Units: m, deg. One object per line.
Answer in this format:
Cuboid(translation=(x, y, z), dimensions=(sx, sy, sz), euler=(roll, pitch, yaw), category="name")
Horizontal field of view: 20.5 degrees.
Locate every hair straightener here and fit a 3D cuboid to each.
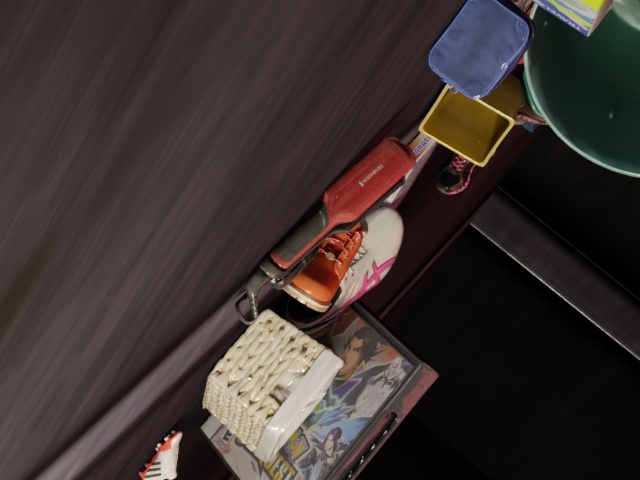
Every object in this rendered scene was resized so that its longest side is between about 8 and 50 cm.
Cuboid(translation=(0.000, 0.000, 1.646), dimensions=(0.230, 0.047, 0.089), euler=(-48, 173, -24), category="hair straightener")

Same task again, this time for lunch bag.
Cuboid(translation=(0.145, -0.172, 1.585), dimensions=(0.098, 0.067, 0.065), euler=(-52, 174, 17), category="lunch bag")

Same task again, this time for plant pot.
Cuboid(translation=(0.381, -0.250, 1.919), dimensions=(0.293, 0.293, 0.235), euler=(-55, -173, 35), category="plant pot")
Cuboid(translation=(0.166, -0.146, 1.867), dimensions=(0.083, 0.081, 0.081), euler=(-61, -178, -41), category="plant pot")

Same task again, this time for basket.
Cuboid(translation=(-0.055, 0.155, 1.906), dimensions=(0.113, 0.103, 0.167), euler=(-49, 174, -18), category="basket")

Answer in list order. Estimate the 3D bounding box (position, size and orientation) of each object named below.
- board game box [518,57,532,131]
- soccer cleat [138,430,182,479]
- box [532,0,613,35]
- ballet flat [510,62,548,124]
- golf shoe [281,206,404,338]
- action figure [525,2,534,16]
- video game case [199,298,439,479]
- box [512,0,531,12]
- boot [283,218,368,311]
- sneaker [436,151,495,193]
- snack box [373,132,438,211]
Cuboid(translation=(0.370, -0.302, 2.470), dimensions=(0.316, 0.064, 0.242), euler=(-51, 174, 3), category="board game box")
Cuboid(translation=(-0.165, 0.239, 1.911), dimensions=(0.083, 0.035, 0.029), euler=(-54, 173, 30), category="soccer cleat")
Cuboid(translation=(0.185, -0.219, 1.402), dimensions=(0.042, 0.109, 0.178), euler=(-55, 174, -2), category="box")
Cuboid(translation=(0.217, -0.163, 2.047), dimensions=(0.079, 0.077, 0.221), euler=(-19, 174, 38), category="ballet flat")
Cuboid(translation=(0.030, 0.035, 1.984), dimensions=(0.186, 0.067, 0.086), euler=(-50, 172, -9), category="golf shoe")
Cuboid(translation=(0.227, -0.231, 2.040), dimensions=(0.115, 0.030, 0.038), euler=(-51, 178, 26), category="action figure")
Cuboid(translation=(-0.009, 0.187, 2.030), dimensions=(0.248, 0.035, 0.275), euler=(-51, -149, 2), category="video game case")
Cuboid(translation=(0.183, -0.228, 1.726), dimensions=(0.081, 0.028, 0.136), euler=(-47, 174, -34), category="box")
Cuboid(translation=(0.006, 0.015, 1.772), dimensions=(0.084, 0.059, 0.158), euler=(-57, -179, 21), category="boot")
Cuboid(translation=(0.203, -0.118, 2.500), dimensions=(0.119, 0.047, 0.057), euler=(-50, 155, -23), category="sneaker")
Cuboid(translation=(0.093, -0.070, 2.027), dimensions=(0.064, 0.022, 0.178), euler=(-46, 173, -31), category="snack box")
